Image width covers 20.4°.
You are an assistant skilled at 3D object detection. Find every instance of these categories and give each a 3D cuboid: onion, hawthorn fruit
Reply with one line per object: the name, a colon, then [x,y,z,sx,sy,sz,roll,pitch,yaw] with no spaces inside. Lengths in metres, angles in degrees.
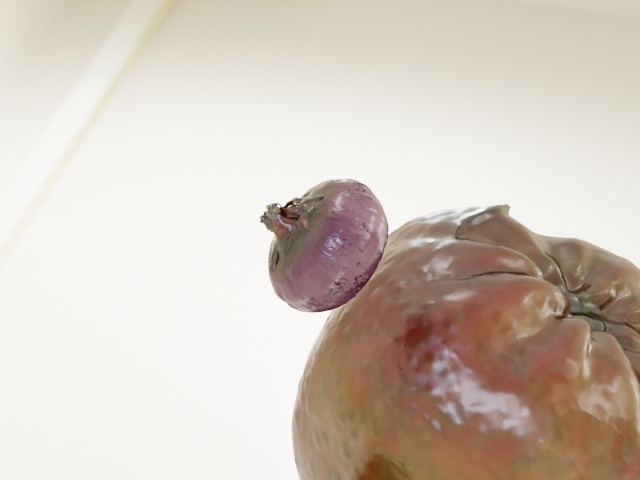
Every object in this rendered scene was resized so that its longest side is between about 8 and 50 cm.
onion: [0.000,0.000,1.409,0.104,0.115,0.115,31,-41,-15]
hawthorn fruit: [0.147,0.180,1.657,0.403,0.403,0.403,14,-42,13]
